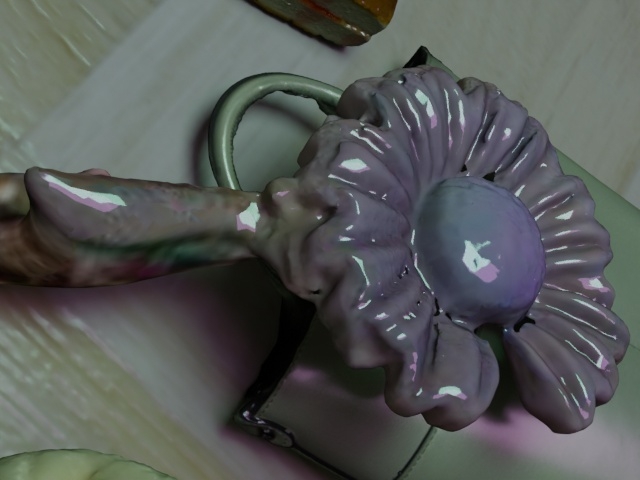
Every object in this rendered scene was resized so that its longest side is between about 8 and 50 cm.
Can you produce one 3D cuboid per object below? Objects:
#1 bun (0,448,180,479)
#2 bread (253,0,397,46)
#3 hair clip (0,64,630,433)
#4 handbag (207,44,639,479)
[{"bbox_3d":[-0.080,0.197,0.319,0.259,0.160,0.259,3,76,-11],"label":"bun"},{"bbox_3d":[0.014,-0.133,0.592,0.109,0.043,0.062,-31,93,-40],"label":"bread"},{"bbox_3d":[0.000,-0.003,0.473,0.300,0.069,0.173,3,66,-18],"label":"hair clip"},{"bbox_3d":[0.070,0.032,0.581,0.315,0.109,0.241,31,58,-10],"label":"handbag"}]
